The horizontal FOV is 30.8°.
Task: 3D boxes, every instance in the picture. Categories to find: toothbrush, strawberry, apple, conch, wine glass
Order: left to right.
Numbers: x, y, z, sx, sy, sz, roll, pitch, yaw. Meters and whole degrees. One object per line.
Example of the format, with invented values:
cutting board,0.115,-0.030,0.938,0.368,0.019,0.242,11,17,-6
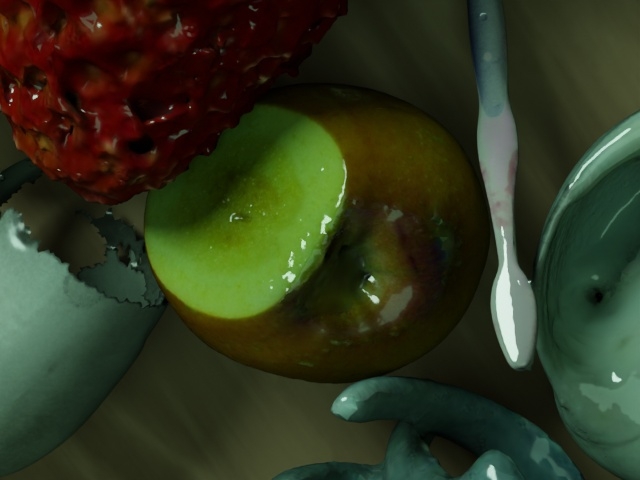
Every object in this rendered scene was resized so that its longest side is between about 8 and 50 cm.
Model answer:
wine glass,-0.220,0.102,0.649,0.143,0.143,0.321,45,103,-7
strawberry,-0.074,-0.115,0.484,0.190,0.111,0.236,18,107,-7
apple,0.003,-0.006,0.584,0.163,0.147,0.146,12,104,-30
toothbrush,0.084,-0.066,0.564,0.021,0.027,0.269,-5,67,8
conch,0.182,0.024,0.588,0.185,0.121,0.221,-10,113,-26

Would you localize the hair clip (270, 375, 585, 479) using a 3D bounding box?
hair clip,0.046,0.247,0.595,0.238,0.392,0.318,43,108,21
